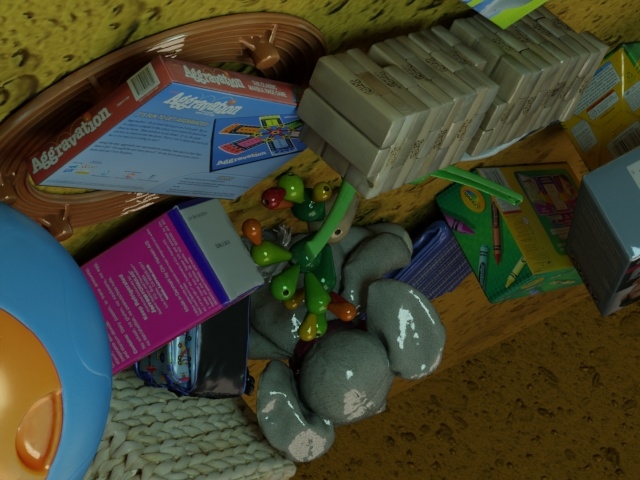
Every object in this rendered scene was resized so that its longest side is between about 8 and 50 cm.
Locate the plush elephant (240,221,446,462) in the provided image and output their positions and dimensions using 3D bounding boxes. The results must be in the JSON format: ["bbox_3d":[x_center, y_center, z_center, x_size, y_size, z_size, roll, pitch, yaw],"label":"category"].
[{"bbox_3d":[0.016,0.122,1.717,0.271,0.255,0.330,-29,166,7],"label":"plush elephant"}]

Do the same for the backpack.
[{"bbox_3d":[-0.156,0.096,1.547,0.116,0.158,0.173,4,179,-34],"label":"backpack"}]

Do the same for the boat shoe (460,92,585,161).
[{"bbox_3d":[0.217,-0.135,1.555,0.183,0.065,0.083,-27,168,2],"label":"boat shoe"}]

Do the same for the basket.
[{"bbox_3d":[-0.264,0.295,1.667,0.328,0.266,0.331,-50,159,16],"label":"basket"}]

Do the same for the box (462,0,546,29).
[{"bbox_3d":[0.164,-0.236,1.152,0.109,0.042,0.178,-32,166,19],"label":"box"}]

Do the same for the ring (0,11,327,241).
[{"bbox_3d":[-0.141,-0.084,1.171,0.336,0.032,0.336,-25,166,-6],"label":"ring"}]

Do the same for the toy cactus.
[{"bbox_3d":[0.000,0.000,1.529,0.112,0.219,0.180,-1,-144,31],"label":"toy cactus"}]

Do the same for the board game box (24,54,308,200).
[{"bbox_3d":[-0.097,-0.085,1.126,0.145,0.027,0.281,-32,165,24],"label":"board game box"}]

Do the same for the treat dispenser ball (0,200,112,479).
[{"bbox_3d":[-0.298,0.101,1.017,0.288,0.288,0.288,-25,166,-7],"label":"treat dispenser ball"}]

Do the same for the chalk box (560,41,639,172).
[{"bbox_3d":[0.411,-0.160,1.687,0.213,0.132,0.132,-13,159,-46],"label":"chalk box"}]

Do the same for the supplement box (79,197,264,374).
[{"bbox_3d":[-0.185,0.058,1.391,0.220,0.114,0.111,-30,179,18],"label":"supplement box"}]

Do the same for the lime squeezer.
[{"bbox_3d":[0.090,-0.064,1.489,0.310,0.110,0.059,-14,145,-38],"label":"lime squeezer"}]

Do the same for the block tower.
[{"bbox_3d":[0.120,-0.133,1.226,0.335,0.097,0.091,-21,146,-45],"label":"block tower"}]

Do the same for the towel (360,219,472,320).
[{"bbox_3d":[0.178,0.024,2.031,0.243,0.040,0.336,-46,164,31],"label":"towel"}]

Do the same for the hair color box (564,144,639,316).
[{"bbox_3d":[0.404,-0.026,1.640,0.185,0.114,0.374,-28,166,1],"label":"hair color box"}]

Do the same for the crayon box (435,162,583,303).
[{"bbox_3d":[0.292,-0.015,1.908,0.081,0.165,0.278,-36,163,33],"label":"crayon box"}]
